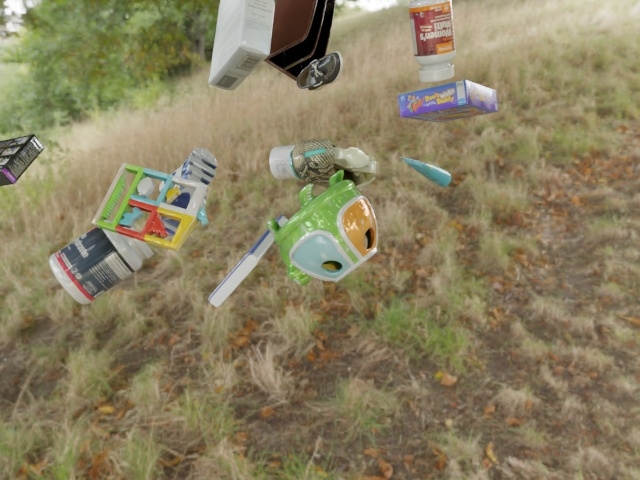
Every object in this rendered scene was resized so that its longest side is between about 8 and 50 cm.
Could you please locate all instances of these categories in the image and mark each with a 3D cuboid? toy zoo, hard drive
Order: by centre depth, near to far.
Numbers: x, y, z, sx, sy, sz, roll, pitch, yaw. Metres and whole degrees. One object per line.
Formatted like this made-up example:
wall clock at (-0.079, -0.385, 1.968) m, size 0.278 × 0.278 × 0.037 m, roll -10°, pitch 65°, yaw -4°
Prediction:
toy zoo at (-0.427, -0.086, 1.599) m, size 0.293 × 0.193 × 0.030 m, roll 16°, pitch -20°, yaw 14°
hard drive at (-0.211, 0.054, 1.849) m, size 0.040 × 0.210 × 0.319 m, roll 41°, pitch 25°, yaw -5°

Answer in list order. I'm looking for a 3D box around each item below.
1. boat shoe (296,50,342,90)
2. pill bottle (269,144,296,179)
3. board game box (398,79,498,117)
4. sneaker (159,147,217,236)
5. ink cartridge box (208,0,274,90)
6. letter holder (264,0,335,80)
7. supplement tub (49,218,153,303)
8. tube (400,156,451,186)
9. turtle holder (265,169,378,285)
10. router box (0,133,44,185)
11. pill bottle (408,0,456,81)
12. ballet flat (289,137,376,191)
boat shoe at (-0.003, -0.285, 1.035) m, size 0.038 × 0.046 × 0.125 m, roll -8°, pitch 1°, yaw -26°
pill bottle at (-0.069, -0.306, 2.353) m, size 0.229 × 0.131 × 0.131 m, roll -2°, pitch 15°, yaw 25°
board game box at (0.445, -0.471, 2.101) m, size 0.233 × 0.078 × 0.347 m, roll -5°, pitch 4°, yaw 32°
sneaker at (-0.448, -0.135, 1.962) m, size 0.127 × 0.316 × 0.182 m, roll 35°, pitch -37°, yaw -26°
ink cartridge box at (-0.209, -0.650, 1.702) m, size 0.091 × 0.385 × 0.308 m, roll 11°, pitch -9°, yaw -23°
letter holder at (-0.033, -0.688, 1.906) m, size 0.152 × 0.302 × 0.214 m, roll 24°, pitch -22°, yaw -37°
supplement tub at (-0.692, 0.056, 1.941) m, size 0.272 × 0.191 × 0.191 m, roll -37°, pitch 32°, yaw -13°
tube at (0.315, -0.206, 1.793) m, size 0.080 × 0.052 × 0.207 m, roll 15°, pitch 0°, yaw 38°
turtle holder at (-0.001, -0.001, 1.558) m, size 0.227 × 0.320 × 0.243 m, roll 52°, pitch 16°, yaw 4°
router box at (-0.746, -0.177, 1.407) m, size 0.178 × 0.046 × 0.133 m, roll -5°, pitch 44°, yaw 23°
pill bottle at (0.321, -0.572, 1.737) m, size 0.121 × 0.221 × 0.121 m, roll -9°, pitch 22°, yaw 4°
ballet flat at (0.075, -0.224, 1.904) m, size 0.181 × 0.164 × 0.482 m, roll -13°, pitch -8°, yaw 20°
